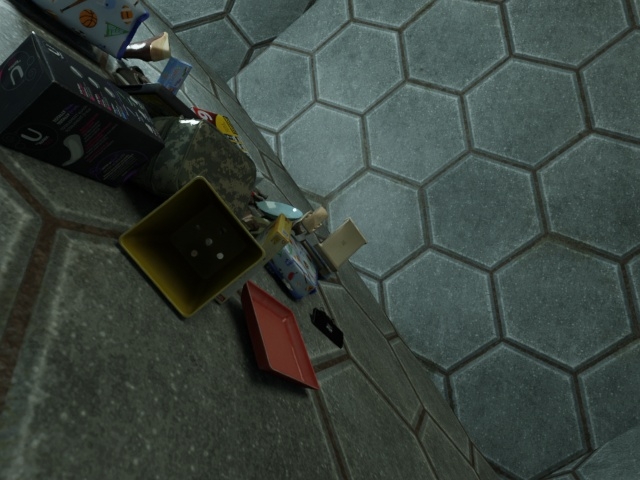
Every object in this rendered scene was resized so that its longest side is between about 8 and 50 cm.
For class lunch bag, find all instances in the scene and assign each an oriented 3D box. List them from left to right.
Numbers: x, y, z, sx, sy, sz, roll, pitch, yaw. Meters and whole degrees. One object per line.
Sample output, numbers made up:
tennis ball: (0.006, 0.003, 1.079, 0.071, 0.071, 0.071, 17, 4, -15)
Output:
lunch bag: (-0.795, -0.817, 1.268, 0.385, 0.239, 0.328, 40, 3, 28)
lunch bag: (-0.359, -0.186, 1.069, 0.256, 0.212, 0.305, 9, -11, 25)
lunch bag: (-0.104, 0.096, 1.550, 0.243, 0.115, 0.303, 53, 9, -9)

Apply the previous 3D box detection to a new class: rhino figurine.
rhino figurine: (-0.302, -0.186, 1.725, 0.106, 0.073, 0.243, 32, 12, -2)

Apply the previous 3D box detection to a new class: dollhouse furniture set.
dollhouse furniture set: (0.000, 0.000, 1.758, 0.286, 0.198, 0.303, 54, -28, -9)

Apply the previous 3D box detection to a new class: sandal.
sandal: (-0.256, -0.071, 1.419, 0.120, 0.086, 0.303, 55, 25, 18)

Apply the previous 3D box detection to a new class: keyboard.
keyboard: (0.023, 0.336, 1.555, 0.192, 0.038, 0.100, 48, 34, -28)

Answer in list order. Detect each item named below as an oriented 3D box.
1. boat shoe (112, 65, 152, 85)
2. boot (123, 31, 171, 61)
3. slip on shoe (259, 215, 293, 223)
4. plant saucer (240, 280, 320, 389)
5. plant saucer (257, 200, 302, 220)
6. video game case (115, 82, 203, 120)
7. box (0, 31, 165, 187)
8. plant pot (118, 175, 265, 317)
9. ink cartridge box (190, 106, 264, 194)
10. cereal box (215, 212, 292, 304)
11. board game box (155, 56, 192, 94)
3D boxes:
boat shoe: (-0.569, -0.492, 1.248, 0.335, 0.095, 0.112, 40, -20, 46)
boot: (-0.712, -0.780, 1.605, 0.248, 0.207, 0.090, -116, -154, -48)
slip on shoe: (-0.191, -0.054, 1.695, 0.123, 0.101, 0.331, 21, 18, 9)
plant saucer: (-0.114, 0.257, 1.048, 0.258, 0.048, 0.259, 48, 12, -50)
plant saucer: (-0.171, -0.114, 1.667, 0.195, 0.037, 0.195, 14, 19, -5)
video game case: (-0.434, -0.338, 1.131, 0.248, 0.035, 0.275, 11, -16, 30)
box: (-0.489, -0.246, 0.817, 0.143, 0.165, 0.270, 57, 10, 20)
plant pot: (-0.266, 0.010, 0.896, 0.212, 0.212, 0.187, 51, -3, -6)
ink cartridge box: (-0.369, -0.332, 1.552, 0.309, 0.130, 0.272, 58, 25, 10)
cereal box: (-0.175, 0.041, 1.035, 0.047, 0.240, 0.173, 45, 11, -15)
board game box: (-0.643, -0.712, 1.753, 0.039, 0.160, 0.211, 34, 13, -12)
